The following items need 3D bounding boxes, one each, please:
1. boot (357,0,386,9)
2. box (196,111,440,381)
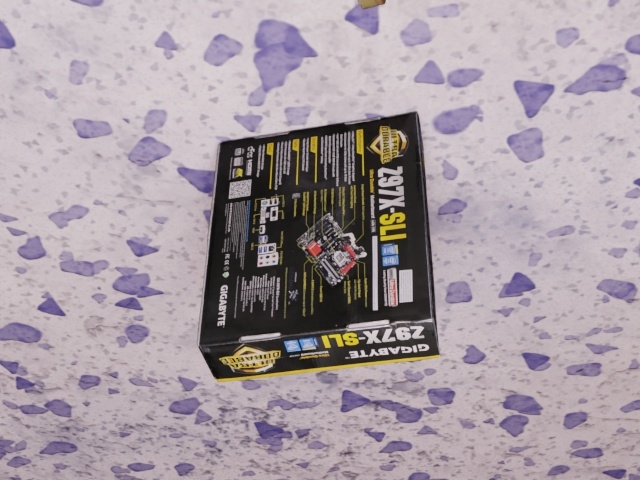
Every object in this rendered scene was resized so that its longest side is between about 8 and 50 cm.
[{"bbox_3d":[0.134,-0.342,0.959,0.270,0.089,0.236,-14,149,16],"label":"boot"},{"bbox_3d":[0.000,0.000,1.184,0.257,0.322,0.079,-7,139,8],"label":"box"}]
